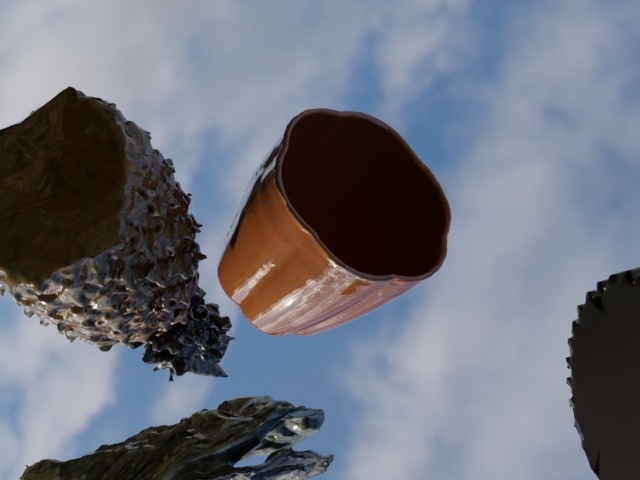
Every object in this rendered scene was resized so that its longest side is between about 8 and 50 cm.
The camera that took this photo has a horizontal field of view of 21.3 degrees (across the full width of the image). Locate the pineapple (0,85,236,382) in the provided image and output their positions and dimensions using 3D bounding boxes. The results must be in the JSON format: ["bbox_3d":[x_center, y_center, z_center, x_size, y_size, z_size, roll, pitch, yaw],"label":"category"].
[{"bbox_3d":[-0.185,0.024,1.609,0.202,0.362,0.202,-9,-120,16],"label":"pineapple"}]

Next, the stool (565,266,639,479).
[{"bbox_3d":[0.464,0.131,1.696,0.297,0.330,0.297,36,-45,48],"label":"stool"}]

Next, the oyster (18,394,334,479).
[{"bbox_3d":[-0.160,0.256,1.881,0.351,0.162,0.158,-11,-134,4],"label":"oyster"}]

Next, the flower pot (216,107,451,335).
[{"bbox_3d":[0.000,0.000,1.576,0.173,0.191,0.190,-46,-151,43],"label":"flower pot"}]
